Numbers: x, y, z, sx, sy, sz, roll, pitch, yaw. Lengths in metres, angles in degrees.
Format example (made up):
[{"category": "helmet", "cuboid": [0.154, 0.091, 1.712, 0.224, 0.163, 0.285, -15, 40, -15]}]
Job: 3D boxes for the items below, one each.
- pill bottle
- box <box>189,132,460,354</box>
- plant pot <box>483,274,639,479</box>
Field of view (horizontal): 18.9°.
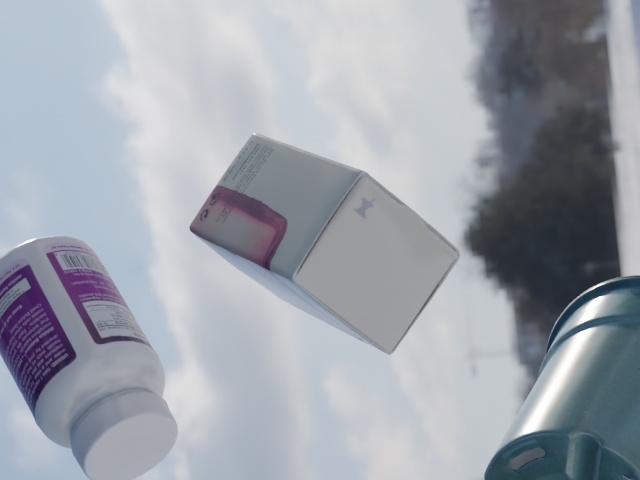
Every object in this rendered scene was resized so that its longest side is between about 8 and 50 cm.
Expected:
[{"category": "pill bottle", "cuboid": [-0.294, 0.149, 2.366, 0.301, 0.169, 0.169, 56, 171, 36]}, {"category": "box", "cuboid": [0.000, 0.000, 1.902, 0.149, 0.126, 0.232, 38, 173, -30]}, {"category": "plant pot", "cuboid": [0.379, 0.269, 2.410, 0.334, 0.341, 0.341, -43, -51, -50]}]
